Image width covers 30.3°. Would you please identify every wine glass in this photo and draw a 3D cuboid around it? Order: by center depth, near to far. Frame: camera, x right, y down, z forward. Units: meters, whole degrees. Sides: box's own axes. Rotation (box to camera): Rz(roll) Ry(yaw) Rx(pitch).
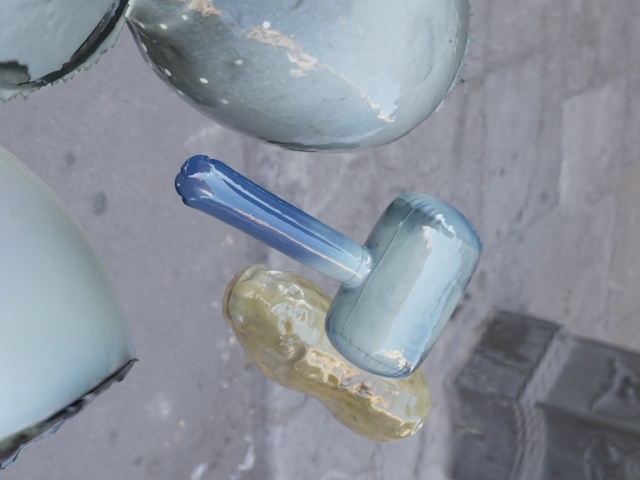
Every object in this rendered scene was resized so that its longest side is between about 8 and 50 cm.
[{"bbox_3d":[-0.054,-0.151,0.714,0.357,0.191,0.190,-1,101,-58],"label":"wine glass"}]

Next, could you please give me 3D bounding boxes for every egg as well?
[{"bbox_3d":[-0.359,0.036,0.878,0.354,0.355,0.339,-35,96,-47],"label":"egg"}]

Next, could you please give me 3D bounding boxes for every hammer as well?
[{"bbox_3d":[0.000,0.000,0.709,0.194,0.069,0.116,28,94,-21],"label":"hammer"}]

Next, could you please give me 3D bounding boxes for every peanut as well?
[{"bbox_3d":[0.011,0.123,1.310,0.290,0.130,0.130,35,69,-28],"label":"peanut"}]
